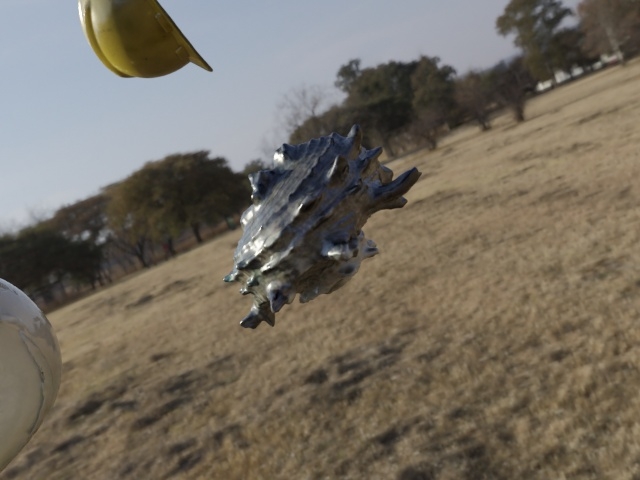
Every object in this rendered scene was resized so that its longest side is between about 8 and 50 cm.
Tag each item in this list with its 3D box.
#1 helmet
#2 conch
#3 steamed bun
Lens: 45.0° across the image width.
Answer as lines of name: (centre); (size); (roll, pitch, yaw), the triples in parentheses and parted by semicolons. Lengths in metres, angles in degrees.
helmet: (-0.310, -0.342, 1.267); (0.140, 0.257, 0.205); (-38, 37, -1)
conch: (0.000, -0.005, 1.044); (0.240, 0.186, 0.313); (0, -52, -56)
steamed bun: (-0.320, 0.117, 0.615); (0.228, 0.177, 0.131); (-46, 32, 2)
